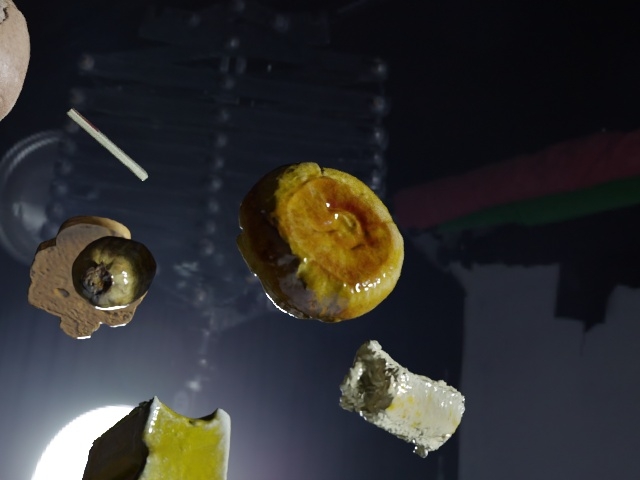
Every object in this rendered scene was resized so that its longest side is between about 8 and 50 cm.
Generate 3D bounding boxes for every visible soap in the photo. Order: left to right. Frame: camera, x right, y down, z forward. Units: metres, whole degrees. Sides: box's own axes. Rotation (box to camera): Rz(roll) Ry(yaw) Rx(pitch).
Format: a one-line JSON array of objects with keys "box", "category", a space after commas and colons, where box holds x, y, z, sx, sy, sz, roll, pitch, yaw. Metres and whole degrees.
[{"box": [-0.182, 0.283, 0.899, 0.091, 0.199, 0.315, 14, -26, -18], "category": "soap"}]

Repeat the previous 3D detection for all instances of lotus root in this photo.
[{"box": [-0.401, 0.056, 1.775, 0.145, 0.128, 0.260, 25, 10, -2], "category": "lotus root"}]

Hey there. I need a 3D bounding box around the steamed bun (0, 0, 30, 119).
[{"box": [-0.572, -0.328, 1.367, 0.199, 0.301, 0.251, -39, -31, 7], "category": "steamed bun"}]

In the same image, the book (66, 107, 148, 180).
[{"box": [-0.505, -0.230, 2.136, 0.232, 0.022, 0.162, 42, -2, -16], "category": "book"}]

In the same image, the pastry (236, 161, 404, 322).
[{"box": [0.000, 0.000, 1.768, 0.356, 0.356, 0.164, 14, -41, -23], "category": "pastry"}]

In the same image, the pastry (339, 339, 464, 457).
[{"box": [0.127, 0.236, 1.339, 0.089, 0.121, 0.258, 12, -18, 38], "category": "pastry"}]

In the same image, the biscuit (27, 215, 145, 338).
[{"box": [-0.537, 0.091, 2.103, 0.269, 0.051, 0.376, 14, -53, -13], "category": "biscuit"}]
